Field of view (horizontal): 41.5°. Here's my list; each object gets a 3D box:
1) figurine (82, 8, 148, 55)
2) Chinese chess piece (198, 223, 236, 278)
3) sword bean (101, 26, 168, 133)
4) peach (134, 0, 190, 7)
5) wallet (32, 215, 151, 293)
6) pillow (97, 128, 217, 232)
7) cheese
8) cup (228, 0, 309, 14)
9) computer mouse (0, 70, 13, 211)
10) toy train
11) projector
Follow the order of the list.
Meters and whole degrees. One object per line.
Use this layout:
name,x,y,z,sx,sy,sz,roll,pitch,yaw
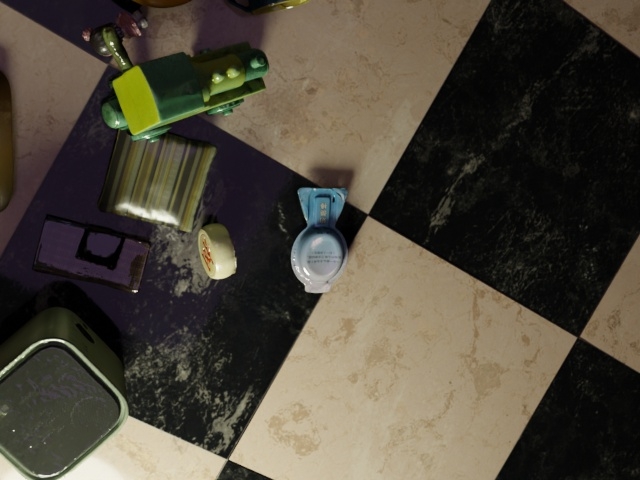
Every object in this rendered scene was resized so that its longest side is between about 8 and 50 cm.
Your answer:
figurine,-0.419,-0.432,1.733,0.129,0.054,0.072,-35,100,-8
Chinese chess piece,-0.225,0.023,1.835,0.051,0.122,0.122,-12,104,-22
sword bean,-0.381,-0.318,1.745,0.038,0.043,0.269,-22,121,2
peach,-0.326,-0.602,1.611,0.308,0.289,0.289,41,88,-25
wallet,-0.488,0.032,1.810,0.230,0.042,0.124,14,99,-15
pillow,-0.347,-0.134,1.799,0.212,0.052,0.208,15,108,-17
cheese,0.000,0.000,1.928,0.135,0.052,0.245,0,100,-17
cup,-0.120,-0.558,1.762,0.176,0.131,0.155,-10,99,13
computer mouse,-0.699,-0.200,1.695,0.158,0.072,0.310,0,100,-17
toy train,-0.245,-0.308,1.672,0.369,0.237,0.150,-28,102,-38
projector,-0.552,0.310,1.737,0.248,0.249,0.248,-41,108,-5
